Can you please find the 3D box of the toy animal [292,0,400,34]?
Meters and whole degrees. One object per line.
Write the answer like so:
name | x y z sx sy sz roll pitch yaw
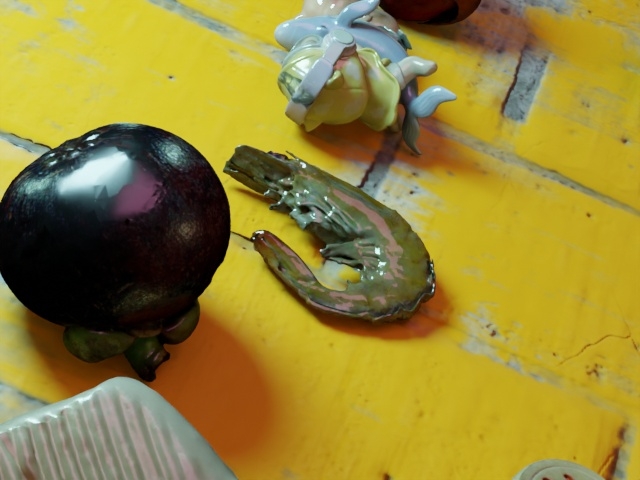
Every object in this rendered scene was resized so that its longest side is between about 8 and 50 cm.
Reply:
toy animal | 0.035 -0.247 2.250 0.150 0.089 0.083 37 18 22

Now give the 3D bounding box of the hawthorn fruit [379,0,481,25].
hawthorn fruit | 0.119 -0.325 2.330 0.172 0.148 0.148 -17 53 -30

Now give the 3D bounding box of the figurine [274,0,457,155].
figurine | 0.040 -0.177 2.128 0.208 0.128 0.184 33 41 5

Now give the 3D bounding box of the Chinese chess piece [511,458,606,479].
Chinese chess piece | 0.222 0.255 1.774 0.122 0.051 0.122 14 39 -11

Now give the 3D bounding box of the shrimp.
shrimp | 0.000 0.001 1.961 0.253 0.058 0.173 29 47 4

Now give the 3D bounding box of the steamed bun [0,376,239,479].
steamed bun | -0.221 0.283 1.378 0.247 0.236 0.383 47 49 13

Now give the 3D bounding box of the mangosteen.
mangosteen | -0.177 0.001 1.760 0.216 0.216 0.216 14 39 -12
